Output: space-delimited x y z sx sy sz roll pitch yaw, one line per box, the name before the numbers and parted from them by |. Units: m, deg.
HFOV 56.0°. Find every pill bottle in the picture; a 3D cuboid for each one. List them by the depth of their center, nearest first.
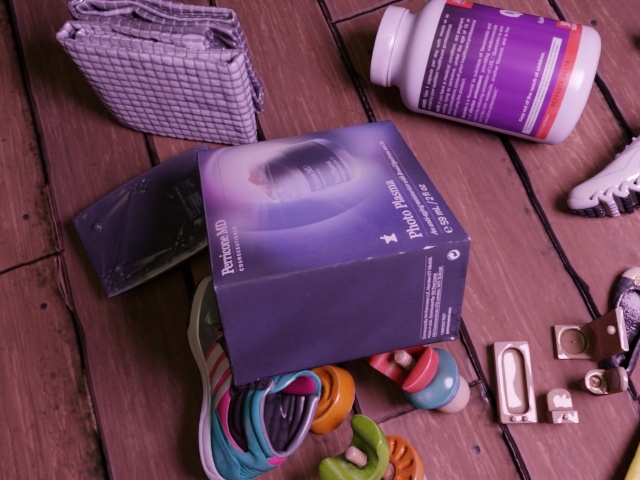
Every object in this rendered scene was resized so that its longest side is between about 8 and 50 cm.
pill bottle | 0.250 -0.273 0.948 0.322 0.181 0.182 17 75 10

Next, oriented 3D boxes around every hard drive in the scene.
hard drive | -0.257 -0.031 0.985 0.254 0.054 0.172 -31 72 -5

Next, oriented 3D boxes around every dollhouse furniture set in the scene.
dollhouse furniture set | 0.325 0.176 0.827 0.151 0.123 0.144 -2 72 5

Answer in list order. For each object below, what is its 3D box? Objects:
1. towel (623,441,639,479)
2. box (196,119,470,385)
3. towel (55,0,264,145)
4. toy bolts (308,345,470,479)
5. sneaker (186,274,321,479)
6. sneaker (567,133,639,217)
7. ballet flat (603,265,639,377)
towel | 0.475 0.294 0.805 0.102 0.021 0.237 30 65 17
box | 0.000 0.000 0.801 0.293 0.183 0.296 -11 40 -8
towel | -0.235 -0.276 0.970 0.283 0.235 0.122 9 67 8
toy bolts | 0.099 0.240 0.851 0.229 0.158 0.218 -52 34 -1
sneaker | -0.090 0.176 0.831 0.178 0.123 0.296 -19 72 33
sneaker | 0.503 -0.127 0.894 0.292 0.110 0.118 -26 67 17
ballet flat | 0.451 0.119 0.872 0.057 0.049 0.173 15 74 9
